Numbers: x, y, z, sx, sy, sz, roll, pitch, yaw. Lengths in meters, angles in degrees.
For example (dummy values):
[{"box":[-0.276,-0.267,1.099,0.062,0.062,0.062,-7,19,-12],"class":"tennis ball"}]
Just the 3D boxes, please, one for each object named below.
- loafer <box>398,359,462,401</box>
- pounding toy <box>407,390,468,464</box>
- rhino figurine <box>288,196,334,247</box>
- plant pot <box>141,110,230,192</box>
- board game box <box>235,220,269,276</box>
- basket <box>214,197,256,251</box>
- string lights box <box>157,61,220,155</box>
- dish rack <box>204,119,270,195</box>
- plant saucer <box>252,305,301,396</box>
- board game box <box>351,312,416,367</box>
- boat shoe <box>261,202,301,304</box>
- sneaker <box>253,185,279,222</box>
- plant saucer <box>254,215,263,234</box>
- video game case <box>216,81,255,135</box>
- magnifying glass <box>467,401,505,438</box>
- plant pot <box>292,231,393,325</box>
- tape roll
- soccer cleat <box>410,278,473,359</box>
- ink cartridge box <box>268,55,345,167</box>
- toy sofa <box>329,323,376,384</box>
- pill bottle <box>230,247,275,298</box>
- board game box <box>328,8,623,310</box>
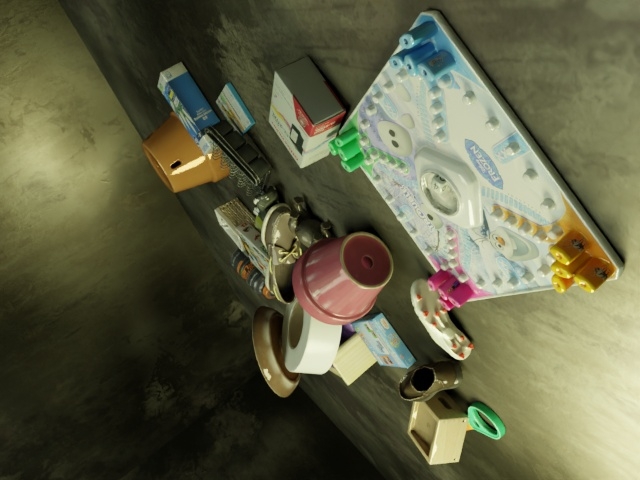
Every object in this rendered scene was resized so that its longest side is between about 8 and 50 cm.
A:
[{"box":[0.239,0.326,1.207,0.220,0.079,0.080,129,141,-52],"class":"loafer"},{"box":[0.293,0.416,1.297,0.181,0.094,0.205,-135,50,-66],"class":"pounding toy"},{"box":[0.000,0.000,1.324,0.243,0.073,0.106,46,158,22],"class":"rhino figurine"},{"box":[-0.481,-0.302,1.789,0.291,0.204,0.290,48,162,21],"class":"plant pot"},{"box":[-0.174,0.078,1.790,0.305,0.053,0.192,39,157,40],"class":"board game box"},{"box":[-0.306,-0.064,1.942,0.167,0.103,0.113,47,161,23],"class":"basket"},{"box":[-0.393,-0.401,1.586,0.259,0.077,0.133,57,161,-9],"class":"string lights box"},{"box":[-0.242,-0.223,1.502,0.208,0.074,0.271,48,162,2],"class":"dish rack"},{"box":[-0.134,0.362,1.710,0.310,0.050,0.310,-19,-90,-76],"class":"plant saucer"},{"box":[0.172,0.286,1.459,0.160,0.039,0.211,54,162,1],"class":"board game box"},{"box":[-0.107,0.046,1.520,0.097,0.117,0.324,46,141,45],"class":"boat shoe"},{"box":[-0.144,-0.092,1.527,0.106,0.078,0.234,51,166,3],"class":"sneaker"},{"box":[-0.170,0.013,1.827,0.188,0.045,0.188,44,160,28],"class":"plant saucer"},{"box":[-0.230,-0.346,1.374,0.119,0.015,0.166,57,162,-11],"class":"video game case"},{"box":[0.378,0.443,1.245,0.092,0.026,0.231,50,163,15],"class":"magnifying glass"},{"box":[0.061,0.071,1.137,0.201,0.201,0.180,53,147,4],"class":"plant pot"},{"box":[-0.032,0.263,1.579,0.286,0.100,0.285,-170,90,-72],"class":"tape roll"},{"box":[0.233,0.160,1.035,0.196,0.068,0.076,55,166,-11],"class":"soccer cleat"},{"box":[-0.031,-0.233,0.961,0.127,0.072,0.175,56,163,9],"class":"ink cartridge box"},{"box":[0.033,0.337,1.729,0.177,0.150,0.363,57,162,-11],"class":"toy sofa"},{"box":[-0.258,0.134,2.137,0.246,0.130,0.130,43,159,31],"class":"pill bottle"},{"box":[0.180,-0.070,0.770,0.389,0.050,0.390,54,162,1],"class":"board game box"}]
